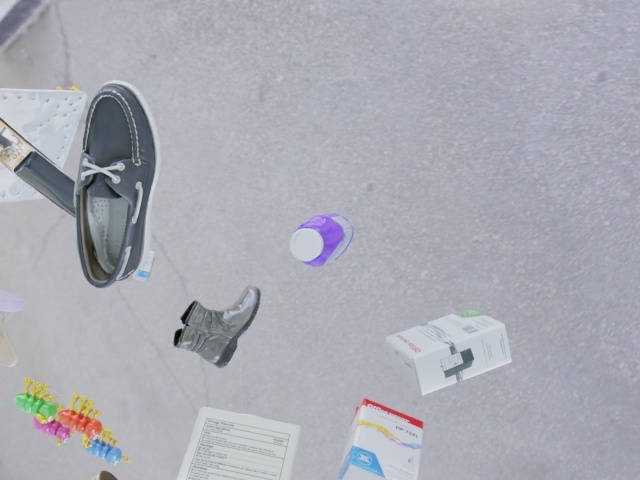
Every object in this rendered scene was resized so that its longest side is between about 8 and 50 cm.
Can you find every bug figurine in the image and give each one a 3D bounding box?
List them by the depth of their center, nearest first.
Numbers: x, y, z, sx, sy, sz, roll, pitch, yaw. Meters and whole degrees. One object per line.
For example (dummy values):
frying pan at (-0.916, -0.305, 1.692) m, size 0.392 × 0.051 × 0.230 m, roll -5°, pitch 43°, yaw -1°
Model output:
bug figurine at (-0.496, 0.372, 1.384) m, size 0.216 × 0.072 × 0.279 m, roll 21°, pitch 149°, yaw 10°

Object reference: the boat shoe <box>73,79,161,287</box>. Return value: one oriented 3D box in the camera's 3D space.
boat shoe at (-0.299, -0.074, 1.003) m, size 0.114 × 0.091 × 0.303 m, roll 7°, pitch 113°, yaw 14°

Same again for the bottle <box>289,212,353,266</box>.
bottle at (0.000, 0.000, 1.524) m, size 0.092 × 0.283 × 0.118 m, roll 37°, pitch 100°, yaw 8°

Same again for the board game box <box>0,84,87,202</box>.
board game box at (-0.873, -0.261, 1.896) m, size 0.050 × 0.390 × 0.390 m, roll 48°, pitch 124°, yaw 23°

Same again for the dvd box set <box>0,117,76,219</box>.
dvd box set at (-0.629, -0.194, 1.404) m, size 0.420 × 0.308 × 0.062 m, roll 36°, pitch 81°, yaw 25°

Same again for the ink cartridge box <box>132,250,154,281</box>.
ink cartridge box at (-0.413, 0.050, 1.625) m, size 0.048 × 0.028 × 0.083 m, roll -20°, pitch 57°, yaw 59°

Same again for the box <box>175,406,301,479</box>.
box at (-0.121, 0.362, 0.925) m, size 0.148 × 0.232 × 0.127 m, roll 11°, pitch 130°, yaw 3°

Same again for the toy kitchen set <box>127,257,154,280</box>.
toy kitchen set at (-0.562, 0.078, 2.098) m, size 0.068 × 0.083 × 0.075 m, roll -23°, pitch 49°, yaw 44°

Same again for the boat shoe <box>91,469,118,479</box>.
boat shoe at (-0.332, 0.414, 1.088) m, size 0.045 × 0.050 × 0.135 m, roll -13°, pitch 121°, yaw 8°

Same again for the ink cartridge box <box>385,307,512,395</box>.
ink cartridge box at (0.258, 0.223, 1.421) m, size 0.153 × 0.208 × 0.087 m, roll -150°, pitch 44°, yaw -73°

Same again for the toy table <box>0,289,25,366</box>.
toy table at (-0.854, 0.201, 1.714) m, size 0.252 × 0.274 × 0.161 m, roll 16°, pitch 86°, yaw 11°

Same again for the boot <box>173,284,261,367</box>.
boot at (-0.268, 0.197, 1.810) m, size 0.161 × 0.247 × 0.083 m, roll 36°, pitch 159°, yaw -24°

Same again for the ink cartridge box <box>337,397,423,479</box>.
ink cartridge box at (0.122, 0.399, 1.353) m, size 0.134 × 0.231 × 0.078 m, roll 22°, pitch 120°, yaw 1°
